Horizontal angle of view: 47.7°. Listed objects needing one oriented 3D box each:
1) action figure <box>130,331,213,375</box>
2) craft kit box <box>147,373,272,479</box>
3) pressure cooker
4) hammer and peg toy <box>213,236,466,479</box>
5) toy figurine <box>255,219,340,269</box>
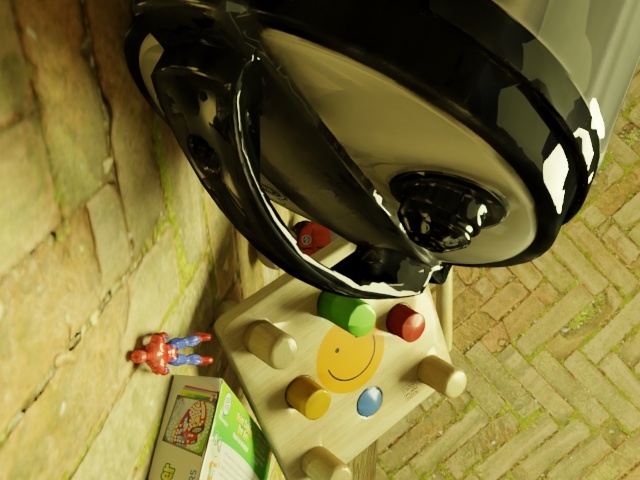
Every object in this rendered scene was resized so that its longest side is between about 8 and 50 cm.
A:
[{"bbox_3d":[-0.131,0.099,0.634,0.115,0.030,0.038,21,67,-73],"label":"action figure"},{"bbox_3d":[-0.114,0.291,0.718,0.250,0.060,0.247,75,24,-58],"label":"craft kit box"},{"bbox_3d":[0.057,-0.169,0.560,0.421,0.369,0.375,-65,-170,-14],"label":"pressure cooker"},{"bbox_3d":[0.075,0.104,0.840,0.361,0.127,0.266,-32,120,-23],"label":"hammer and peg toy"},{"bbox_3d":[0.000,0.000,1.003,0.213,0.148,0.210,76,14,-50],"label":"toy figurine"}]
